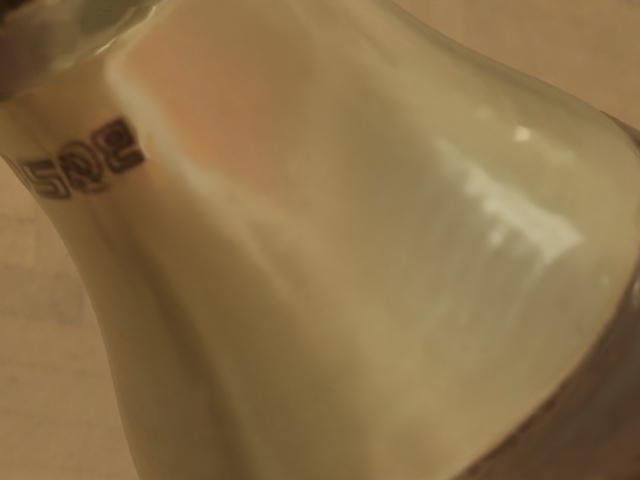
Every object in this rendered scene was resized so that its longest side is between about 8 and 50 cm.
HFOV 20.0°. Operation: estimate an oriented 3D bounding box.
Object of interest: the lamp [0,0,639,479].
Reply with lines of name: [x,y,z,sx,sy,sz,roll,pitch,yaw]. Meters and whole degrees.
lamp: [-0.009,0.011,0.471,0.314,0.182,0.182,36,50,-19]
